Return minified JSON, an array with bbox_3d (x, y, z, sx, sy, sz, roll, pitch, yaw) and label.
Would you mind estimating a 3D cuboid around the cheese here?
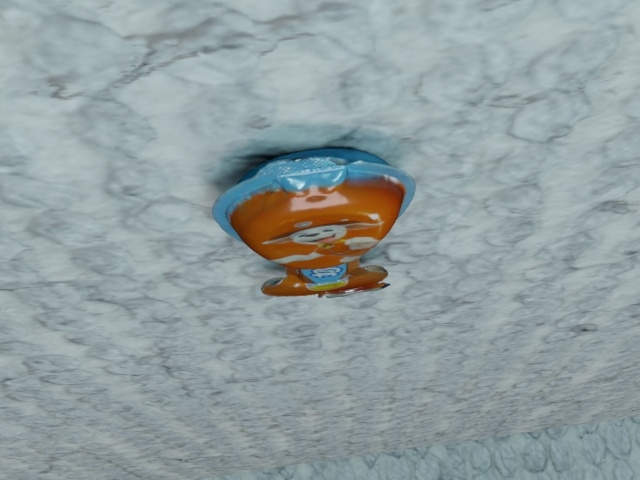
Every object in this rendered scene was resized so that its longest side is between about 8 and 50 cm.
[{"bbox_3d":[0.000,0.000,0.606,0.106,0.037,0.256,-7,162,1],"label":"cheese"}]
